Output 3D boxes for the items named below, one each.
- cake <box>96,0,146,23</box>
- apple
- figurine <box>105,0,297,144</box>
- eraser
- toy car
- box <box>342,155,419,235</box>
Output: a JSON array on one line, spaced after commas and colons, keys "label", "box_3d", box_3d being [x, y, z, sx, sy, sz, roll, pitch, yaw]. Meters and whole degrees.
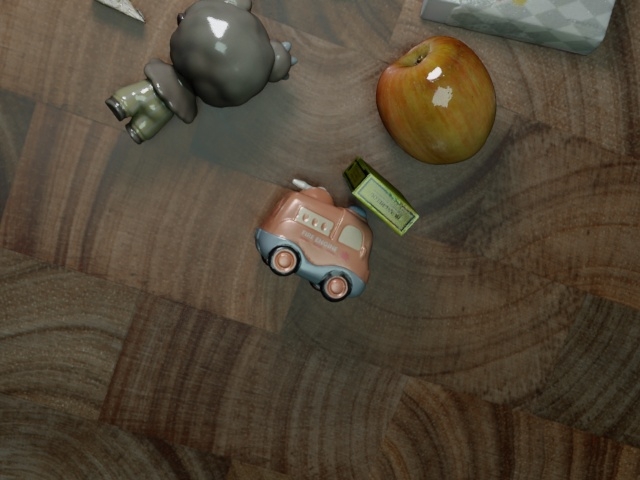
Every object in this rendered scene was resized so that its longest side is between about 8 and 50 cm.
[{"label": "cake", "box_3d": [-0.414, -0.484, 1.732, 0.065, 0.052, 0.121, -43, 105, 0]}, {"label": "apple", "box_3d": [0.250, -0.290, 1.767, 0.242, 0.242, 0.241, -33, 117, 2]}, {"label": "figurine", "box_3d": [-0.253, -0.346, 1.703, 0.381, 0.203, 0.248, -34, 108, 4]}, {"label": "eraser", "box_3d": [0.428, -0.539, 1.787, 0.397, 0.082, 0.213, 11, 101, -8]}, {"label": "toy car", "box_3d": [0.000, 0.000, 1.833, 0.270, 0.180, 0.212, 27, 90, -11]}, {"label": "box", "box_3d": [0.124, -0.099, 1.791, 0.141, 0.220, 0.064, 39, 97, -12]}]
